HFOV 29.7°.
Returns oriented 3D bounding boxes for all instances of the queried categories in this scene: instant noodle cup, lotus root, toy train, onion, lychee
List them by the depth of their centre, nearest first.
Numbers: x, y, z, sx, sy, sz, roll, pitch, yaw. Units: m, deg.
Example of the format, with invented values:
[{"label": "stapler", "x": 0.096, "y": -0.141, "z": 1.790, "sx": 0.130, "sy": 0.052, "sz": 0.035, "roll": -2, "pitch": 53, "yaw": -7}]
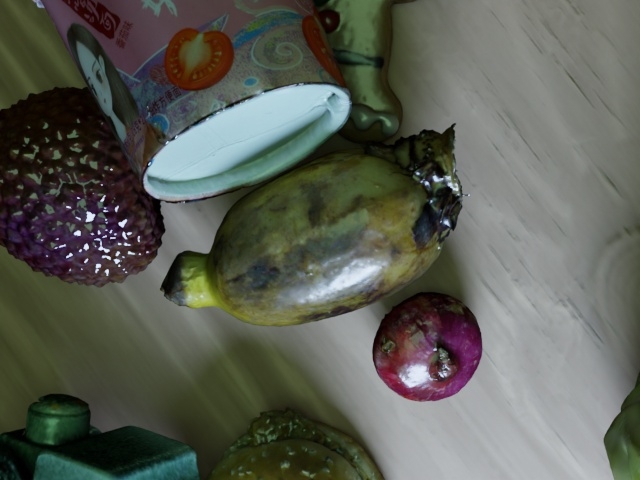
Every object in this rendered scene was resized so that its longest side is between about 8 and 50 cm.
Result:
[{"label": "instant noodle cup", "x": -0.107, "y": -0.176, "z": 1.026, "sx": 0.243, "sy": 0.243, "sz": 0.231, "roll": -27, "pitch": 74, "yaw": 8}, {"label": "lotus root", "x": 0.000, "y": 0.000, "z": 1.106, "sx": 0.314, "sy": 0.169, "sz": 0.141, "roll": -23, "pitch": 97, "yaw": 14}, {"label": "lychee", "x": -0.239, "y": -0.051, "z": 1.127, "sx": 0.188, "sy": 0.188, "sz": 0.188, "roll": 1, "pitch": 94, "yaw": 8}, {"label": "toy train", "x": -0.226, "y": 0.301, "z": 1.134, "sx": 0.238, "sy": 0.167, "sz": 0.299, "roll": 13, "pitch": 101, "yaw": 30}, {"label": "onion", "x": 0.102, "y": 0.102, "z": 1.138, "sx": 0.107, "sy": 0.097, "sz": 0.107, "roll": -3, "pitch": 106, "yaw": -9}]

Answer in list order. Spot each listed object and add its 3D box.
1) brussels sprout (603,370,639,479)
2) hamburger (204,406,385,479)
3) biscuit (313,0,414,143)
[{"label": "brussels sprout", "x": 0.415, "y": 0.194, "z": 1.012, "sx": 0.328, "sy": 0.328, "sz": 0.247, "roll": -23, "pitch": 122, "yaw": 8}, {"label": "hamburger", "x": -0.032, "y": 0.271, "z": 1.152, "sx": 0.189, "sy": 0.122, "sz": 0.215, "roll": -27, "pitch": 87, "yaw": 12}, {"label": "biscuit", "x": 0.012, "y": -0.251, "z": 1.150, "sx": 0.197, "sy": 0.049, "sz": 0.301, "roll": 12, "pitch": 94, "yaw": 5}]
